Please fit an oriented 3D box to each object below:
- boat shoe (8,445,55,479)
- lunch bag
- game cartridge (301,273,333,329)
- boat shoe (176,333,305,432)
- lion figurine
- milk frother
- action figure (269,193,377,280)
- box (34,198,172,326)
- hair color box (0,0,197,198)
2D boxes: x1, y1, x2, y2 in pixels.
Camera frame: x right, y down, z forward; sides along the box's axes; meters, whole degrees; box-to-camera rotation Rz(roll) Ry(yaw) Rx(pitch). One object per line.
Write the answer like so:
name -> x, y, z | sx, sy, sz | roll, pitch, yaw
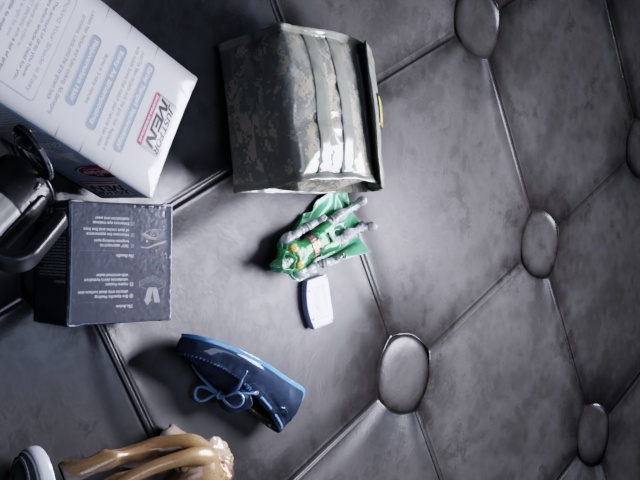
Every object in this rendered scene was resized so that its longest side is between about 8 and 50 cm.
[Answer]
boat shoe -> -0.379, 0.370, 1.169 | 0.076, 0.080, 0.229 | 2, 97, -46
lunch bag -> 0.003, -0.191, 1.463 | 0.287, 0.168, 0.235 | -4, 87, -49
game cartridge -> -0.006, 0.101, 1.565 | 0.056, 0.017, 0.083 | -17, 103, -46
boat shoe -> -0.113, 0.217, 1.401 | 0.258, 0.109, 0.089 | 35, 70, -37
lion figurine -> -0.193, 0.303, 1.177 | 0.240, 0.392, 0.142 | -16, 81, -20
milk frother -> -0.374, -0.047, 1.098 | 0.135, 0.129, 0.143 | -57, 149, -38
action figure -> 0.000, 0.000, 1.535 | 0.232, 0.063, 0.137 | -33, 102, -43
box -> -0.281, 0.029, 1.239 | 0.156, 0.093, 0.158 | 2, 89, -45
hair color box -> -0.336, -0.214, 1.145 | 0.374, 0.113, 0.185 | 36, 65, -44
